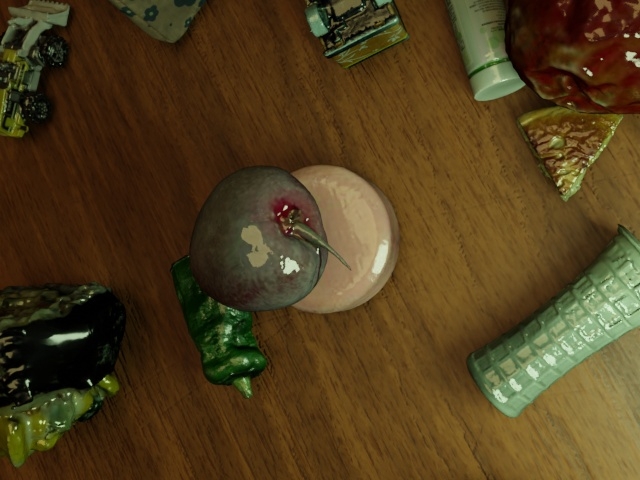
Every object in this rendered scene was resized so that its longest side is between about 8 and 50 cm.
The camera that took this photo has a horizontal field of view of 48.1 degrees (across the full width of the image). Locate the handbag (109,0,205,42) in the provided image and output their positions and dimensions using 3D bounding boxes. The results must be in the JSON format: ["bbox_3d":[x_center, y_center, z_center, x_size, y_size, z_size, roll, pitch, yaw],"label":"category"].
[{"bbox_3d":[-0.326,-0.494,1.246,0.193,0.251,0.190,36,92,27],"label":"handbag"}]

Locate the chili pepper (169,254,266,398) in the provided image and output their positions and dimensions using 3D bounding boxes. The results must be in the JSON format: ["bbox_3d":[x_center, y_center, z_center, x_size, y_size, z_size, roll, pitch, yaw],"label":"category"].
[{"bbox_3d":[-0.168,0.142,1.226,0.136,0.099,0.270,-24,75,7],"label":"chili pepper"}]

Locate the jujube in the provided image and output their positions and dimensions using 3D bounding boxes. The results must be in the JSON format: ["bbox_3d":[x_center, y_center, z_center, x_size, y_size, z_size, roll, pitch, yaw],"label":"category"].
[{"bbox_3d":[0.440,-0.304,0.948,0.377,0.276,0.276,-3,86,7],"label":"jujube"}]

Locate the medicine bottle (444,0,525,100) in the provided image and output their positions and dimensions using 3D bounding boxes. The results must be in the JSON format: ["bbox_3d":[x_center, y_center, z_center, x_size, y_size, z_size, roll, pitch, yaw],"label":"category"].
[{"bbox_3d":[0.254,-0.318,1.112,0.086,0.086,0.183,-17,82,18],"label":"medicine bottle"}]

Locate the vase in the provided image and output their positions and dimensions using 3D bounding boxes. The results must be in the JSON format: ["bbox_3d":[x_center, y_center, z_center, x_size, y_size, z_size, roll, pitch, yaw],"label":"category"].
[{"bbox_3d":[0.356,0.125,1.028,0.299,0.143,0.143,-42,75,15],"label":"vase"}]

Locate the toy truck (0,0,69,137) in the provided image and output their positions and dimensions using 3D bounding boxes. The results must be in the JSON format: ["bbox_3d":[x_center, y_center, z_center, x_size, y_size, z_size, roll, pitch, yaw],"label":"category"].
[{"bbox_3d":[-0.583,-0.342,1.392,0.136,0.111,0.285,15,89,21],"label":"toy truck"}]

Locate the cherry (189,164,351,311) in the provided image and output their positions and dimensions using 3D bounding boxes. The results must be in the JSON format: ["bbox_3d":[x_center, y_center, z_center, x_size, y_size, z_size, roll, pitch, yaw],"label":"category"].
[{"bbox_3d":[-0.090,0.001,1.060,0.266,0.183,0.213,-20,67,30],"label":"cherry"}]

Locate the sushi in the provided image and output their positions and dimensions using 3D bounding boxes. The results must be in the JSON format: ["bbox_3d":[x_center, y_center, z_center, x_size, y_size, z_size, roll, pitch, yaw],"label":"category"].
[{"bbox_3d":[-0.497,0.232,1.237,0.329,0.328,0.285,-7,99,5],"label":"sushi"}]

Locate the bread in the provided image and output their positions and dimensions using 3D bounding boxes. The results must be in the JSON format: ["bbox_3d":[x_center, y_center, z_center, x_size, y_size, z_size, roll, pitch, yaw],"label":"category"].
[{"bbox_3d":[0.357,-0.153,1.084,0.136,0.054,0.154,32,92,17],"label":"bread"}]

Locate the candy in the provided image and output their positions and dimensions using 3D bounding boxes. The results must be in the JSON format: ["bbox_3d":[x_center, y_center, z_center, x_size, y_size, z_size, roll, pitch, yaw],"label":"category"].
[{"bbox_3d":[0.000,0.000,1.177,0.255,0.094,0.255,-1,87,19],"label":"candy"}]

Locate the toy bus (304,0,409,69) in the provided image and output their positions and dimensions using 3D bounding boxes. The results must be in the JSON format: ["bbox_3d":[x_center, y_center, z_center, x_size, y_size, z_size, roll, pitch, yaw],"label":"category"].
[{"bbox_3d":[0.031,-0.431,1.156,0.138,0.167,0.275,-24,84,17],"label":"toy bus"}]
